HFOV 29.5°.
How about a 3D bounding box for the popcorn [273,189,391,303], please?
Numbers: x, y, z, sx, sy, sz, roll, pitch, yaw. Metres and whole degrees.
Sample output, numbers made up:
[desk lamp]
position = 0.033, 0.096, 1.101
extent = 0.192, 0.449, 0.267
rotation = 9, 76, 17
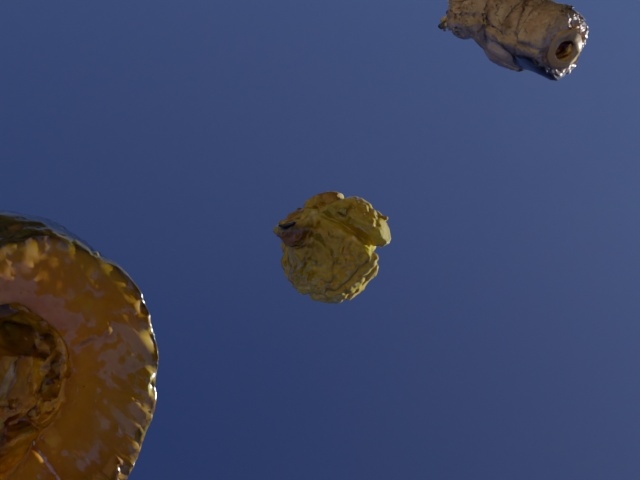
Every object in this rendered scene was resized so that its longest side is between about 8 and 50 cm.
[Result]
[popcorn]
position = 0.000, 0.000, 0.875
extent = 0.084, 0.084, 0.084
rotation = -6, -138, 5

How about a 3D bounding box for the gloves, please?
[gloves]
position = 0.175, -0.202, 1.089
extent = 0.144, 0.094, 0.110
rotation = 38, -166, 22

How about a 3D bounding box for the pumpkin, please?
[pumpkin]
position = -0.227, 0.114, 0.714
extent = 0.139, 0.190, 0.280
rotation = 9, -127, 45
